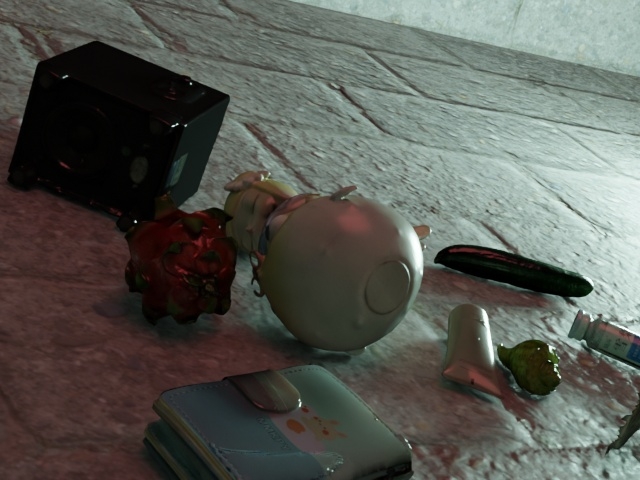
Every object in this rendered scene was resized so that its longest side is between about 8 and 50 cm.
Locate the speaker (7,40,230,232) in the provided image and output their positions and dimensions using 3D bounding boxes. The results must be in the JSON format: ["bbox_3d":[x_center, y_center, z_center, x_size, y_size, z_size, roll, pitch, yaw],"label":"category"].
[{"bbox_3d":[-0.289,-0.158,1.751,0.232,0.184,0.254,23,20,6],"label":"speaker"}]

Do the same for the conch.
[{"bbox_3d":[0.286,0.171,1.646,0.089,0.074,0.121,43,-12,-32],"label":"conch"}]

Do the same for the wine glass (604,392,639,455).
[{"bbox_3d":[0.530,0.243,1.454,0.323,0.238,0.238,31,24,20],"label":"wine glass"}]

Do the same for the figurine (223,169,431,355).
[{"bbox_3d":[0.000,0.000,1.640,0.274,0.227,0.394,-11,21,-30],"label":"figurine"}]

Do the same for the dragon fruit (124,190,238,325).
[{"bbox_3d":[-0.168,0.016,1.504,0.135,0.137,0.236,6,22,-3],"label":"dragon fruit"}]

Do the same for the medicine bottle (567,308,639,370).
[{"bbox_3d":[0.463,0.161,1.815,0.191,0.051,0.051,25,22,9],"label":"medicine bottle"}]

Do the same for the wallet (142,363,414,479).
[{"bbox_3d":[-0.041,0.206,1.247,0.250,0.075,0.176,-4,35,-47],"label":"wallet"}]

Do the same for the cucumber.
[{"bbox_3d":[0.314,0.047,1.955,0.284,0.056,0.056,13,23,-16],"label":"cucumber"}]

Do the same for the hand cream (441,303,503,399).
[{"bbox_3d":[0.200,0.145,1.639,0.087,0.054,0.186,22,28,-7],"label":"hand cream"}]
